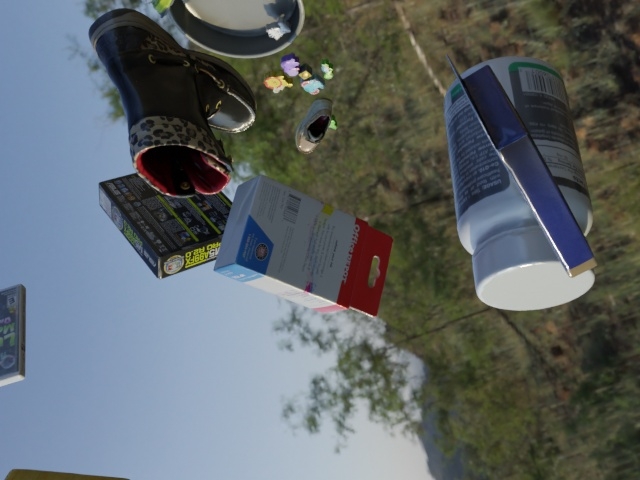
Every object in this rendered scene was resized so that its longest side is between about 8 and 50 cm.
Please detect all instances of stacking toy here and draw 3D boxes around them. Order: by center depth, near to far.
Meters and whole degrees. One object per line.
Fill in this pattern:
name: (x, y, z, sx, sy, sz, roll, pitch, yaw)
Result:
stacking toy: (-0.040, -0.356, 1.709, 0.221, 0.052, 0.167, 33, -134, -44)

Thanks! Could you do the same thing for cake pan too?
cake pan: (-0.176, -0.498, 1.645, 0.293, 0.293, 0.054, 70, -158, -59)

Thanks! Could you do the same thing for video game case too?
video game case: (-0.566, 0.170, 1.272, 0.022, 0.190, 0.173, 69, -175, -55)

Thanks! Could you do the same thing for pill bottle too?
pill bottle: (0.308, -0.089, 1.237, 0.204, 0.204, 0.361, 70, -163, -60)

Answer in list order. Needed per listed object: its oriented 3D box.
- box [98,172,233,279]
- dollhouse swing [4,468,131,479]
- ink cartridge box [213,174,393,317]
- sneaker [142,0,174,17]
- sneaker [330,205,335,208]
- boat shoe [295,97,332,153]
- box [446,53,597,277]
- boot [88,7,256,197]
box: (-0.293, -0.052, 1.601, 0.270, 0.216, 0.060, 43, 139, 35)
dollhouse swing: (-0.241, 0.402, 0.829, 0.347, 0.304, 0.315, -43, 19, 58)
ink cartridge box: (-0.019, 0.017, 1.112, 0.078, 0.231, 0.134, -18, 53, 57)
sneaker: (-0.149, -0.327, 0.668, 0.300, 0.121, 0.111, 120, 159, -46)
sneaker: (0.000, 0.000, 1.405, 0.153, 0.094, 0.235, -118, 5, -45)
boat shoe: (-0.013, -0.206, 1.481, 0.135, 0.050, 0.045, 116, 156, -49)
box: (0.199, -0.080, 0.781, 0.225, 0.036, 0.136, 48, -160, -34)
boot: (-0.216, -0.201, 1.351, 0.377, 0.138, 0.284, 30, -147, -55)
